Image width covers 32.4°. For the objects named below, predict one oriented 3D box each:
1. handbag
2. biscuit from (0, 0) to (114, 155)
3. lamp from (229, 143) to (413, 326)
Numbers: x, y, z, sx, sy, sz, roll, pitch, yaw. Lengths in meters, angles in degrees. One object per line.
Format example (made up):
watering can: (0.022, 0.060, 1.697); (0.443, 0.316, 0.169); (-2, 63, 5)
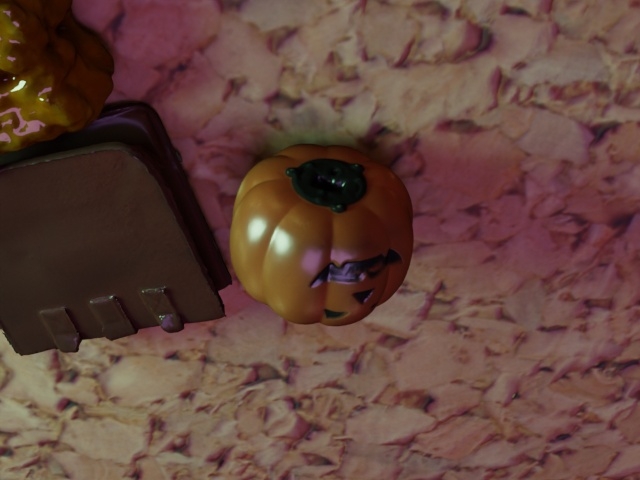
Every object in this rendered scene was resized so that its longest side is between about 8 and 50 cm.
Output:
handbag: (-0.252, 0.001, 1.162); (0.260, 0.084, 0.275); (-14, 133, 9)
biscuit: (-0.373, -0.186, 0.964); (0.318, 0.110, 0.312); (-13, 134, 8)
lamp: (0.000, 0.000, 1.105); (0.188, 0.187, 0.164); (4, 131, -7)
